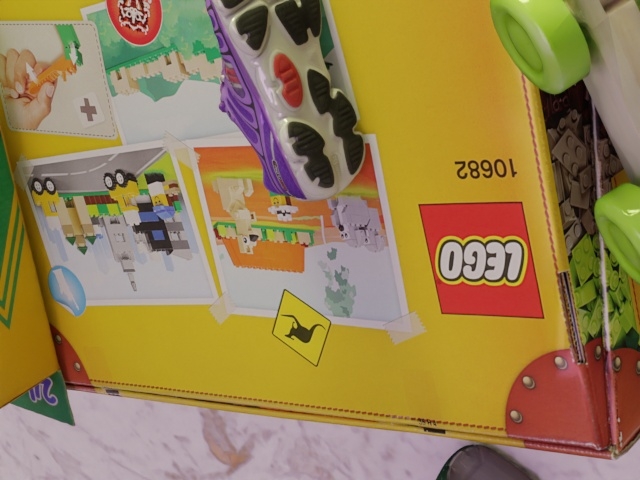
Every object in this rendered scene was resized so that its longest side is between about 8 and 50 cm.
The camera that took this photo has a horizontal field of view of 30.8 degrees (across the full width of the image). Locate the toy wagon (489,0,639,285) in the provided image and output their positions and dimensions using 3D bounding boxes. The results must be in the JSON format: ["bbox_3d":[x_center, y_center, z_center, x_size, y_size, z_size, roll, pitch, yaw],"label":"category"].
[{"bbox_3d":[0.248,-0.083,0.573,0.344,0.267,0.068,59,177,-21],"label":"toy wagon"}]

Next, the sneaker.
[{"bbox_3d":[-0.038,-0.098,0.629,0.071,0.068,0.170,-5,107,47],"label":"sneaker"}]

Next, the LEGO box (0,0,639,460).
[{"bbox_3d":[-0.017,-0.083,0.796,0.500,0.193,0.372,0,110,40],"label":"LEGO box"}]

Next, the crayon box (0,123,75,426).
[{"bbox_3d":[-0.314,0.002,0.883,0.203,0.083,0.323,10,120,35],"label":"crayon box"}]

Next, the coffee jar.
[{"bbox_3d":[0.123,0.268,1.019,0.096,0.079,0.184,35,135,17],"label":"coffee jar"}]
